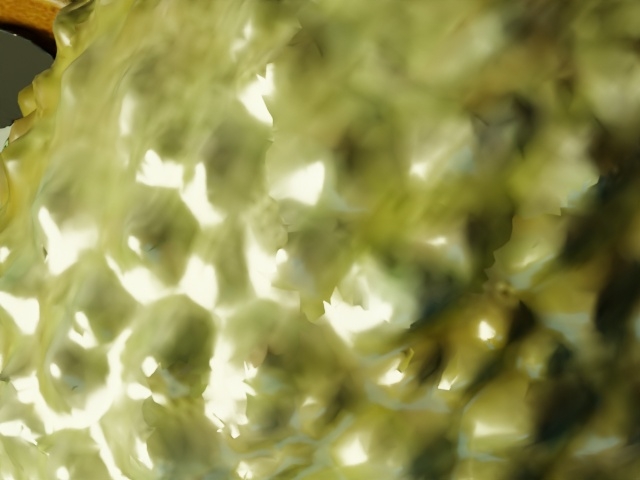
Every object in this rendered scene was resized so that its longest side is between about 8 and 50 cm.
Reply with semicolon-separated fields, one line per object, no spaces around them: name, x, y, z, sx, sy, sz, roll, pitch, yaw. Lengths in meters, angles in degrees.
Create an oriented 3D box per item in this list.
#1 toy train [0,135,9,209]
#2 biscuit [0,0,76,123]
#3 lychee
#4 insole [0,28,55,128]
toy train;0.000;0.000;0.684;0.250;0.053;0.085;9;144;8
biscuit;-0.151;-0.080;0.652;0.175;0.026;0.124;8;154;13
lychee;0.040;0.005;0.496;0.255;0.274;0.255;38;149;27
insole;-0.160;-0.051;0.677;0.188;0.004;0.064;-7;147;37
